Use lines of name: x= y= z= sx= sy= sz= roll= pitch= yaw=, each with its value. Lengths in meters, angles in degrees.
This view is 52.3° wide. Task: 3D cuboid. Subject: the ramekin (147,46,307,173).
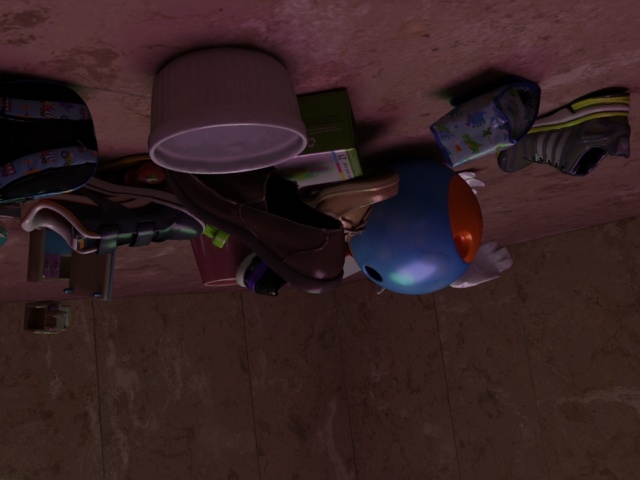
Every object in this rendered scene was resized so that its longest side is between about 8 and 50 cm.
ramekin: x=-0.125 y=-0.168 z=0.857 sx=0.207 sy=0.109 sz=0.207 roll=-7 pitch=171 yaw=-1

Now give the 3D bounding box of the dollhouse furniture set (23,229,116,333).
dollhouse furniture set: x=-0.526 y=0.087 z=1.561 sx=0.303 sy=0.286 sz=0.198 roll=1 pitch=177 yaw=34

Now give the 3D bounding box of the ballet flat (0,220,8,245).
ballet flat: x=-0.712 y=-0.031 z=1.343 sx=0.091 sy=0.077 sz=0.241 roll=-38 pitch=-178 yaw=-19

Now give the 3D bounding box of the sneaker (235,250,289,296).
sneaker: x=-0.067 y=0.036 z=1.650 sx=0.146 sy=0.293 sz=0.102 roll=25 pitch=150 yaw=32

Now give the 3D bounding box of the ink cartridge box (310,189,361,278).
ink cartridge box: x=0.000 y=0.000 z=1.491 sx=0.128 sy=0.176 sz=0.127 roll=-26 pitch=157 yaw=12

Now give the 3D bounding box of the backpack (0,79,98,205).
backpack: x=-0.382 y=-0.124 z=0.826 sx=0.173 sy=0.158 sz=0.117 roll=-15 pitch=-174 yaw=-40

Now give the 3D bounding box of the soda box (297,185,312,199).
soda box: x=-0.053 y=-0.119 z=1.369 sx=0.063 sy=0.058 sz=0.183 roll=-6 pitch=170 yaw=-6

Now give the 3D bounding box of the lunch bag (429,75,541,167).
lunch bag: x=0.268 y=-0.197 z=1.034 sx=0.128 sy=0.096 sz=0.151 roll=-16 pitch=-164 yaw=46

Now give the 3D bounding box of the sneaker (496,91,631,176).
sneaker: x=0.447 y=-0.171 z=1.223 sx=0.111 sy=0.121 sz=0.300 roll=-2 pitch=170 yaw=-27

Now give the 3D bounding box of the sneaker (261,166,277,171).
sneaker: x=-0.101 y=-0.130 z=1.245 sx=0.051 sy=0.089 sz=0.170 roll=-41 pitch=157 yaw=-38

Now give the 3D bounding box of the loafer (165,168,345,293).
loafer: x=-0.094 y=-0.068 z=1.051 sx=0.134 sy=0.366 sz=0.130 roll=-31 pitch=150 yaw=-54

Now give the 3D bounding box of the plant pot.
plant pot: x=-0.250 y=0.021 z=1.700 sx=0.201 sy=0.180 sz=0.201 roll=-6 pitch=170 yaw=-1

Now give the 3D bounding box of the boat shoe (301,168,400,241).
boat shoe: x=0.048 y=-0.054 z=1.251 sx=0.121 sy=0.110 sz=0.341 roll=-18 pitch=-179 yaw=-28

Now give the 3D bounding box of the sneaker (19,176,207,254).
sneaker: x=-0.367 y=-0.031 z=1.163 sx=0.321 sy=0.127 sz=0.126 roll=14 pitch=150 yaw=-15

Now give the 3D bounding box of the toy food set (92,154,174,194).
toy food set: x=-0.323 y=-0.106 z=1.200 sx=0.217 sy=0.071 sz=0.128 roll=-13 pitch=169 yaw=29

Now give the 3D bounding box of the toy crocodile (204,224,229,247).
toy crocodile: x=-0.228 y=-0.073 z=1.396 sx=0.115 sy=0.105 sz=0.340 roll=30 pitch=159 yaw=-5

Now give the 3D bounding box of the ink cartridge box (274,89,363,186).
ink cartridge box: x=-0.068 y=-0.149 z=1.056 sx=0.255 sy=0.097 sz=0.189 roll=-9 pitch=171 yaw=7

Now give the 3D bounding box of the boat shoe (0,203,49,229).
boat shoe: x=-0.492 y=-0.058 z=1.289 sx=0.335 sy=0.096 sz=0.112 roll=-5 pitch=171 yaw=-16

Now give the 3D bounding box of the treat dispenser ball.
treat dispenser ball: x=0.196 y=-0.030 z=1.379 sx=0.288 sy=0.288 sz=0.288 roll=-7 pitch=171 yaw=-1

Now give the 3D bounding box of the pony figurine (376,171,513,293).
pony figurine: x=0.268 y=0.001 z=1.678 sx=0.351 sy=0.303 sz=0.363 roll=-29 pitch=-164 yaw=1
